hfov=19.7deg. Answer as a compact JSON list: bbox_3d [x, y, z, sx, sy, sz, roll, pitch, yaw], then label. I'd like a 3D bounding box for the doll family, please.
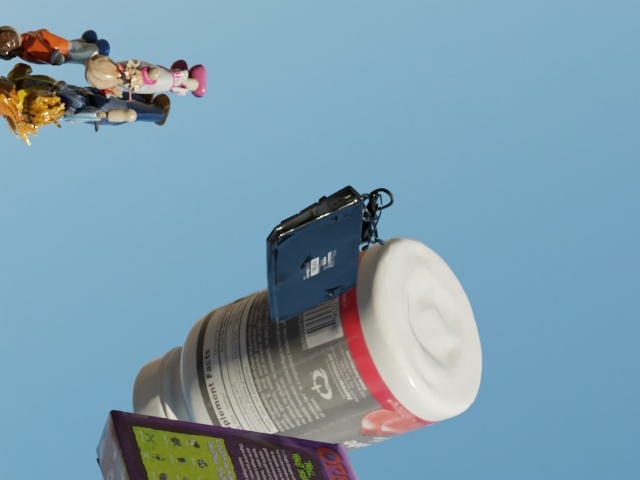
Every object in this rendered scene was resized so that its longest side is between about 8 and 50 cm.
[{"bbox_3d":[-0.249,-0.146,1.878,0.163,0.118,0.263,-2,-165,-44],"label":"doll family"}]

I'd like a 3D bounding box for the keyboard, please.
[{"bbox_3d":[0.000,0.000,1.352,0.100,0.038,0.192,-24,162,-10],"label":"keyboard"}]

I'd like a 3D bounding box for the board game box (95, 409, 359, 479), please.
[{"bbox_3d":[-0.032,0.255,1.324,0.208,0.056,0.347,8,-151,-22],"label":"board game box"}]

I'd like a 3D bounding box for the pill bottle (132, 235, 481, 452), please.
[{"bbox_3d":[-0.021,0.126,1.758,0.318,0.176,0.176,-22,-157,31],"label":"pill bottle"}]
